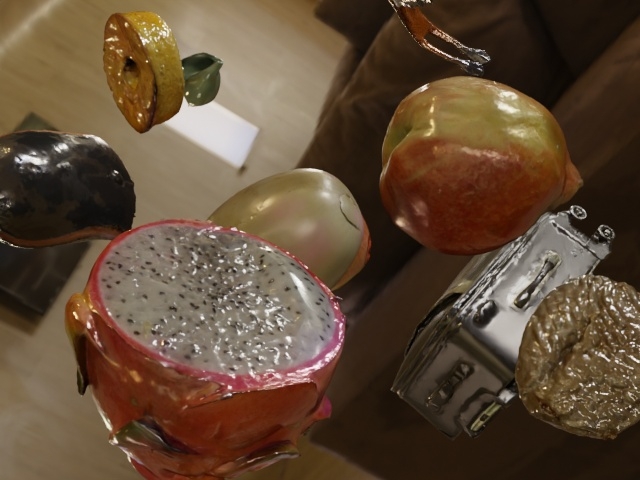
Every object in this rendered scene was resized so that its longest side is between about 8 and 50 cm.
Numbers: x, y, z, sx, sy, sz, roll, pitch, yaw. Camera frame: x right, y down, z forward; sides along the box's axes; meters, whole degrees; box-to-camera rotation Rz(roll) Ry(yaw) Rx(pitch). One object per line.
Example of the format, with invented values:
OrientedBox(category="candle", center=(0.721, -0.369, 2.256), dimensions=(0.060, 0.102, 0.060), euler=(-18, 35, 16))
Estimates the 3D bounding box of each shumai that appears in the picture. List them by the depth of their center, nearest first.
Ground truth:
OrientedBox(category="shumai", center=(0.323, 0.158, 1.043), dimensions=(0.206, 0.166, 0.176), euler=(-54, -19, -23))

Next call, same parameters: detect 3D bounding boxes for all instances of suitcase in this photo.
OrientedBox(category="suitcase", center=(0.307, 0.124, 1.443), dimensions=(0.434, 0.194, 0.283), euler=(-43, -14, -39))

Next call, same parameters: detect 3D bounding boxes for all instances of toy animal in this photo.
OrientedBox(category="toy animal", center=(0.131, -0.416, 1.357), dimensions=(0.225, 0.302, 0.284), euler=(-57, -24, -18))

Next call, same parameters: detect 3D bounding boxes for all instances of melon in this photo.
OrientedBox(category="melon", center=(-0.076, 0.015, 1.404), dimensions=(0.316, 0.223, 0.223), euler=(-32, 19, 17))

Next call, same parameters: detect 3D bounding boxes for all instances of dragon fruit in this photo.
OrientedBox(category="dragon fruit", center=(-0.114, 0.127, 0.877), dimensions=(0.291, 0.290, 0.189), euler=(-76, 3, -57))

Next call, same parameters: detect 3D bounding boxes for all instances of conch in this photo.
OrientedBox(category="conch", center=(-0.223, -0.295, 1.565), dimensions=(0.065, 0.088, 0.180), euler=(-36, -4, -33))

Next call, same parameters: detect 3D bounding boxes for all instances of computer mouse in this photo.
OrientedBox(category="computer mouse", center=(-0.393, -0.081, 1.314), dimensions=(0.116, 0.183, 0.323), euler=(-19, -3, 28))

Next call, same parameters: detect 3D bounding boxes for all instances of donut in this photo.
OrientedBox(category="donut", center=(-0.214, -0.209, 1.040), dimensions=(0.058, 0.152, 0.152), euler=(-22, -9, -27))

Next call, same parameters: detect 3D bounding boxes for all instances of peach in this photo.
OrientedBox(category="peach", center=(0.208, -0.096, 1.095), dimensions=(0.232, 0.256, 0.233), euler=(-168, 90, -81))

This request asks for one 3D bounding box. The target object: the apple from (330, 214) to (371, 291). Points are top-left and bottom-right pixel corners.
OrientedBox(category="apple", center=(0.000, 0.000, 1.680), dimensions=(0.164, 0.209, 0.210), euler=(82, -149, -64))
